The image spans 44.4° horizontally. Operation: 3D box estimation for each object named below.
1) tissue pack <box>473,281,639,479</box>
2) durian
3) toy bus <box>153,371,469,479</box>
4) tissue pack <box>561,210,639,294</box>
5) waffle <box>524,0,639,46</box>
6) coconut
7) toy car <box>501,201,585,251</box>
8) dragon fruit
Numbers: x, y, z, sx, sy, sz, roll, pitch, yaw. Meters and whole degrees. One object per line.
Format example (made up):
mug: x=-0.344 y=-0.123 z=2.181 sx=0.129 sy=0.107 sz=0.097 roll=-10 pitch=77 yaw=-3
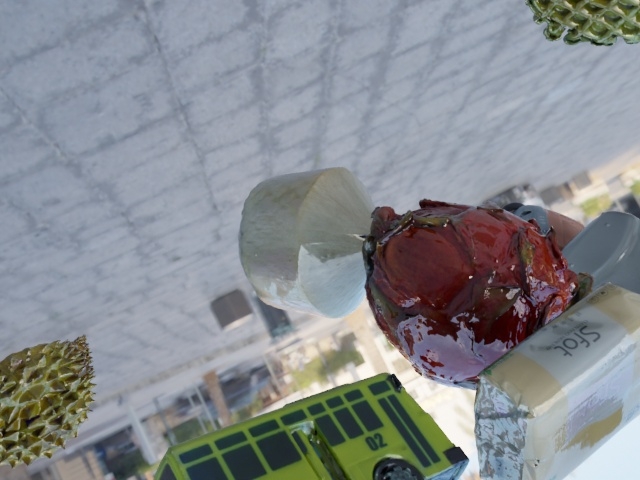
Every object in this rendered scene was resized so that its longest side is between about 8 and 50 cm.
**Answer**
tissue pack: x=0.274 y=0.170 z=0.866 sx=0.222 sy=0.090 sz=0.186 roll=-27 pitch=131 yaw=-25
durian: x=-0.397 y=0.218 z=1.071 sx=0.182 sy=0.165 sz=0.132 roll=-6 pitch=-172 yaw=-23
toy bus: x=-0.010 y=0.221 z=0.704 sx=0.262 sy=0.150 sz=0.128 roll=-12 pitch=141 yaw=-36
tissue pack: x=0.596 y=0.116 z=1.397 sx=0.229 sy=0.333 sz=0.236 roll=-46 pitch=131 yaw=-9
waffle: x=0.343 y=-0.304 z=0.972 sx=0.184 sy=0.036 sz=0.169 roll=9 pitch=154 yaw=33
coconut: x=0.000 y=0.000 z=1.543 sx=0.329 sy=0.328 sz=0.329 roll=-26 pitch=173 yaw=-3
toy car: x=0.457 y=0.061 z=1.636 sx=0.213 sy=0.180 sz=0.270 roll=13 pitch=135 yaw=-4
dragon fruit: x=0.216 y=0.078 z=1.129 sx=0.343 sy=0.277 sz=0.277 roll=8 pitch=178 yaw=9
